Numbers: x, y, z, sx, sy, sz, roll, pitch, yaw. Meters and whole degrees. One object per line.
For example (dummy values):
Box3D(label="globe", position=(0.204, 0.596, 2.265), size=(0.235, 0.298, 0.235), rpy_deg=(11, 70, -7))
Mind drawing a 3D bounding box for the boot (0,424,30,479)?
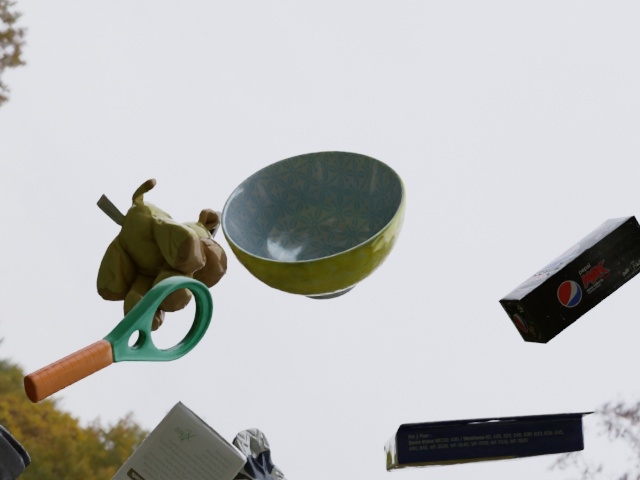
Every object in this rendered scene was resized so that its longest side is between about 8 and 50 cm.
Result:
Box3D(label="boot", position=(-0.511, 0.252, 0.977), size=(0.338, 0.223, 0.118), rpy_deg=(28, -38, -13))

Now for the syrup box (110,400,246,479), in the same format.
Box3D(label="syrup box", position=(-0.183, 0.282, 0.909), size=(0.096, 0.237, 0.093), rpy_deg=(40, -12, 4))

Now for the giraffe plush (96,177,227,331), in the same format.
Box3D(label="giraffe plush", position=(-0.209, 0.024, 1.296), size=(0.181, 0.170, 0.210), rpy_deg=(-41, -119, 20))

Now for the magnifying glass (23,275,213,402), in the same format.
Box3D(label="magnifying glass", position=(-0.199, 0.105, 0.933), size=(0.026, 0.231, 0.092), rpy_deg=(20, -59, 37))

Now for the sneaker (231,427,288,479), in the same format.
Box3D(label="sneaker", position=(-0.136, 0.521, 1.858), size=(0.235, 0.094, 0.153), rpy_deg=(59, -37, 28))

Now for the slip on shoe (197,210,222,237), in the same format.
Box3D(label="slip on shoe", position=(-0.233, -0.007, 1.758), size=(0.051, 0.041, 0.135), rpy_deg=(37, -57, 1))

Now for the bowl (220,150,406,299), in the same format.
Box3D(label="bowl", position=(0.000, 0.000, 1.439), size=(0.289, 0.289, 0.156), rpy_deg=(15, -45, 31))

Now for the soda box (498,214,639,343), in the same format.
Box3D(label="soda box", position=(0.280, 0.041, 0.983), size=(0.060, 0.169, 0.053), rpy_deg=(57, -14, -4))

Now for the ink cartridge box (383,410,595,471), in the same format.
Box3D(label="ink cartridge box", position=(0.268, 0.338, 1.504), size=(0.303, 0.072, 0.307), rpy_deg=(-4, -14, -1))
